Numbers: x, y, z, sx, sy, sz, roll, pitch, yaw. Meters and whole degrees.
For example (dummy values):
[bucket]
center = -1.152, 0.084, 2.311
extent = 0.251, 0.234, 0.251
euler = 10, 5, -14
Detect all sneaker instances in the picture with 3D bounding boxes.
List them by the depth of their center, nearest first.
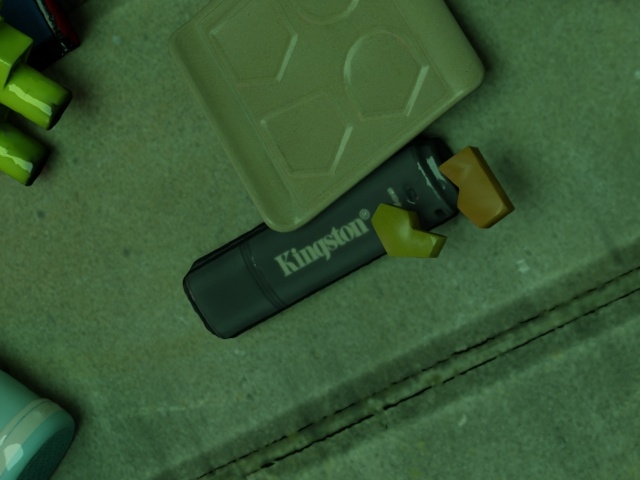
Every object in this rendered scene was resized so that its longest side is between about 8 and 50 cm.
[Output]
[sneaker]
center = -0.394, 0.224, 1.804
extent = 0.208, 0.127, 0.319
euler = 41, 106, 10

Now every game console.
[game console]
center = -0.285, -0.219, 1.677
extent = 0.085, 0.124, 0.144
euler = -29, 88, 1

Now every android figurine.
[android figurine]
center = -0.359, -0.157, 1.685
extent = 0.272, 0.056, 0.248
euler = 31, 138, -2

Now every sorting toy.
[sorting toy]
center = 0.026, -0.111, 1.551
extent = 0.229, 0.041, 0.307
euler = -37, 73, 23

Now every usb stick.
[usb stick]
center = 0.000, 0.000, 1.608
extent = 0.278, 0.045, 0.077
euler = -29, 87, 27
